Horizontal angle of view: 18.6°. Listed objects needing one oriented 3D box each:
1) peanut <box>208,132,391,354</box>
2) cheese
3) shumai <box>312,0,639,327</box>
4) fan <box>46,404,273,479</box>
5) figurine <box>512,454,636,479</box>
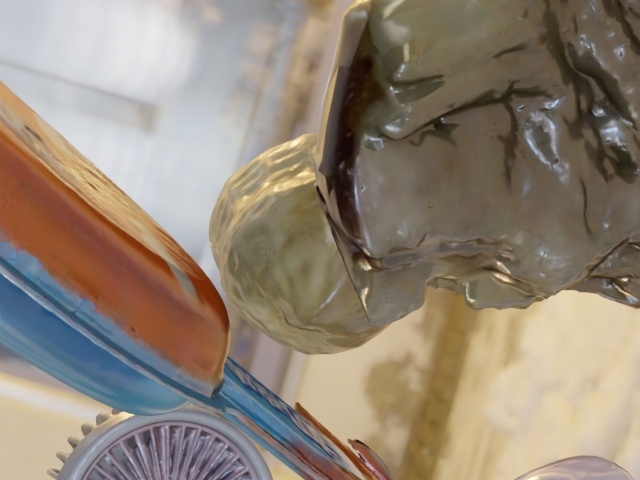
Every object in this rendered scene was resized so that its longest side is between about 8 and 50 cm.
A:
[{"bbox_3d":[0.000,0.000,1.156,0.125,0.111,0.274,-47,12,1],"label":"peanut"},{"bbox_3d":[-0.039,0.018,0.443,0.037,0.256,0.106,-45,40,4],"label":"cheese"},{"bbox_3d":[0.107,-0.094,0.962,0.346,0.283,0.217,68,171,-28],"label":"shumai"},{"bbox_3d":[-0.042,0.171,1.103,0.074,0.244,0.130,8,80,66],"label":"fan"},{"bbox_3d":[0.097,0.157,0.352,0.133,0.276,0.200,-52,9,-37],"label":"figurine"}]
